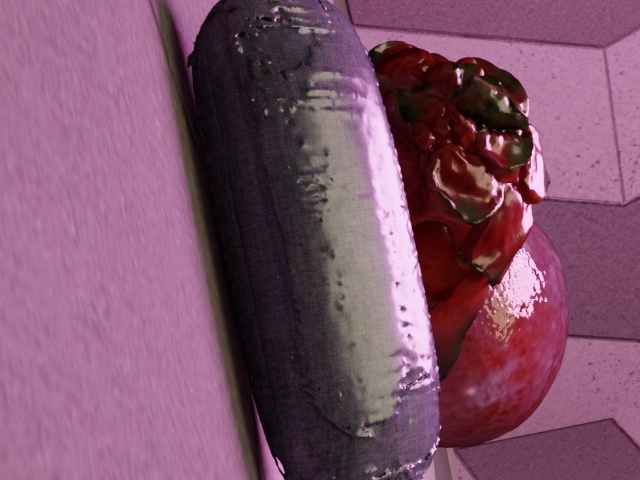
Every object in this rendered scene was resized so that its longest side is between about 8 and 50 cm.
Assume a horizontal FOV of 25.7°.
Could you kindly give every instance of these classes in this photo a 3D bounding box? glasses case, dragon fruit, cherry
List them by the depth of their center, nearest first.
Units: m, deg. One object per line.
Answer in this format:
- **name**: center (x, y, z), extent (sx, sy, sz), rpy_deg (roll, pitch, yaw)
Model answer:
- **glasses case**: center (0.000, 0.000, 0.746), extent (0.109, 0.067, 0.282), rpy_deg (-7, 84, -43)
- **dragon fruit**: center (0.058, -0.022, 0.970), extent (0.274, 0.193, 0.192), rpy_deg (109, -18, -50)
- **cherry**: center (0.122, 0.068, 1.278), extent (0.285, 0.213, 0.236), rpy_deg (2, 67, -75)
